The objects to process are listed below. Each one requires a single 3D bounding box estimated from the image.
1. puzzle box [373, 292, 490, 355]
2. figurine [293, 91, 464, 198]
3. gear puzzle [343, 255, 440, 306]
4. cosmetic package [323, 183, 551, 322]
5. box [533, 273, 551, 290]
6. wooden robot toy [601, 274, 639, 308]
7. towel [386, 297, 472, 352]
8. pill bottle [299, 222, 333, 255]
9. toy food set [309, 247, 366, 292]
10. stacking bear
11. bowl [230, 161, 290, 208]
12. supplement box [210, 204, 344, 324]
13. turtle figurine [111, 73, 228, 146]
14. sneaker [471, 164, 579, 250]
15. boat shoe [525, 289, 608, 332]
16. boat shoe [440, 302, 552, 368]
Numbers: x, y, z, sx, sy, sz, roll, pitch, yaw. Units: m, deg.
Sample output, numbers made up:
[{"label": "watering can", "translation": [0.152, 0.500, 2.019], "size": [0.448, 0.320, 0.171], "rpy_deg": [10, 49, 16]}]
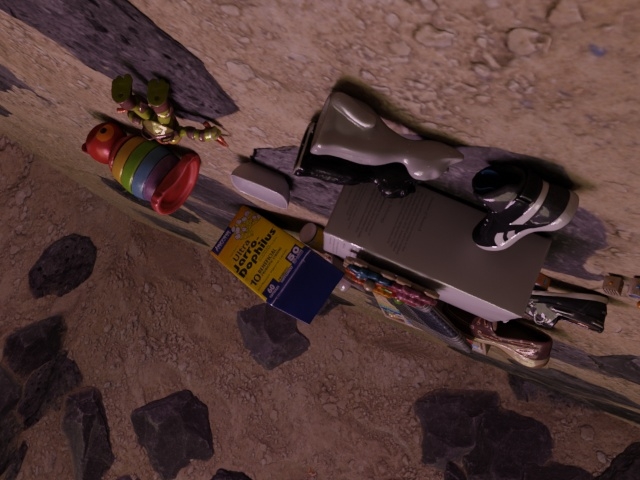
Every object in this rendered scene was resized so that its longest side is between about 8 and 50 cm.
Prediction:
[{"label": "puzzle box", "translation": [0.385, 0.258, 1.981], "size": [0.409, 0.052, 0.272], "rpy_deg": [18, 155, 30]}, {"label": "figurine", "translation": [0.084, -0.127, 0.852], "size": [0.210, 0.092, 0.215], "rpy_deg": [18, 170, -11]}, {"label": "gear puzzle", "translation": [0.119, 0.092, 1.112], "size": [0.176, 0.044, 0.339], "rpy_deg": [23, 175, 3]}, {"label": "cosmetic package", "translation": [0.197, 0.011, 1.047], "size": [0.366, 0.155, 0.197], "rpy_deg": [22, 170, 3]}, {"label": "box", "translation": [0.422, 0.072, 1.211], "size": [0.136, 0.028, 0.081], "rpy_deg": [24, 170, -13]}, {"label": "wooden robot toy", "translation": [0.566, 0.114, 0.963], "size": [0.173, 0.079, 0.076], "rpy_deg": [18, 168, 27]}, {"label": "towel", "translation": [0.298, 0.204, 1.775], "size": [0.312, 0.056, 0.324], "rpy_deg": [44, 170, -22]}, {"label": "pill bottle", "translation": [0.000, 0.000, 1.658], "size": [0.116, 0.065, 0.065], "rpy_deg": [32, 167, -35]}, {"label": "toy food set", "translation": [0.004, 0.110, 2.106], "size": [0.306, 0.092, 0.220], "rpy_deg": [12, 165, 45]}, {"label": "stacking bear", "translation": [-0.481, -0.207, 1.485], "size": [0.289, 0.175, 0.164], "rpy_deg": [32, 163, 5]}, {"label": "bowl", "translation": [-0.133, -0.132, 1.335], "size": [0.142, 0.053, 0.142], "rpy_deg": [23, 168, 4]}, {"label": "supplement box", "translation": [-0.139, 0.068, 1.743], "size": [0.357, 0.194, 0.195], "rpy_deg": [33, 177, 43]}, {"label": "turtle figurine", "translation": [-0.329, -0.243, 1.126], "size": [0.270, 0.087, 0.217], "rpy_deg": [22, 169, 12]}, {"label": "sneaker", "translation": [0.259, -0.055, 0.835], "size": [0.121, 0.079, 0.217], "rpy_deg": [29, 160, -10]}, {"label": "boat shoe", "translation": [0.474, 0.145, 1.199], "size": [0.233, 0.079, 0.084], "rpy_deg": [5, 172, 29]}, {"label": "boat shoe", "translation": [0.517, 0.245, 1.680], "size": [0.342, 0.123, 0.123], "rpy_deg": [29, 143, 32]}]
